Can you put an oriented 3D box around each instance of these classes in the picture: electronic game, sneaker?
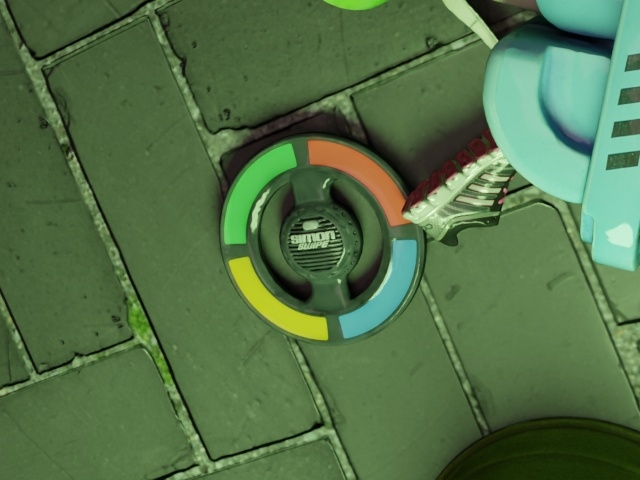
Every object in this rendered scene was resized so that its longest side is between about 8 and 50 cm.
[{"bbox_3d":[0.000,0.000,1.358,0.229,0.048,0.229,5,105,20],"label":"electronic game"},{"bbox_3d":[0.165,-0.055,1.278,0.170,0.063,0.075,-37,109,12],"label":"sneaker"}]

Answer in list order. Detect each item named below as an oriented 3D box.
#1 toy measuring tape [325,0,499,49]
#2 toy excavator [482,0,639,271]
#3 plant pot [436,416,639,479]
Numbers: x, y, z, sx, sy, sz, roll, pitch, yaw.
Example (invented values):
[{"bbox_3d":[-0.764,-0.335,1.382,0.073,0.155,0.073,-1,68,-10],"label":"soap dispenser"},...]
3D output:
[{"bbox_3d":[0.073,-0.231,1.237,0.121,0.121,0.330,-38,91,24],"label":"toy measuring tape"},{"bbox_3d":[0.206,-0.201,1.115,0.445,0.222,0.433,13,113,16],"label":"toy excavator"},{"bbox_3d":[0.216,0.400,1.210,0.366,0.353,0.366,5,105,19],"label":"plant pot"}]
